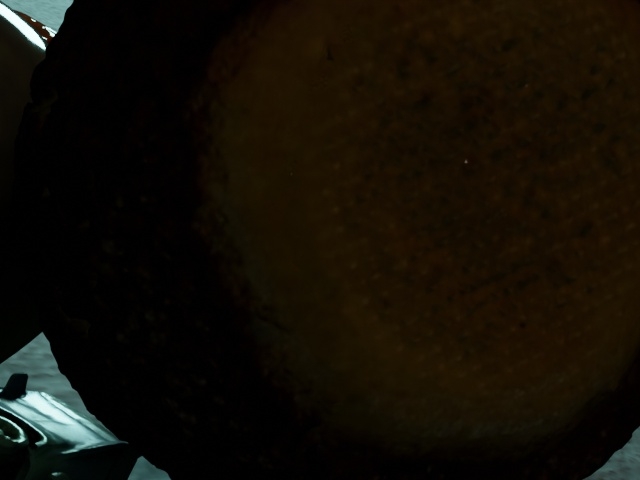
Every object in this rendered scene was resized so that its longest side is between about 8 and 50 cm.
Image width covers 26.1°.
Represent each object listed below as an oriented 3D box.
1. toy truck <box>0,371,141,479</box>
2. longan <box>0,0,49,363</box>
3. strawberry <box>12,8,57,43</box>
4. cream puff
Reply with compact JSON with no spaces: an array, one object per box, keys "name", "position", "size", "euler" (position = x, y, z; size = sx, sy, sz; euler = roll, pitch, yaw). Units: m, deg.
[{"name":"toy truck","position":[-0.058,0.110,0.433],"size":[0.175,0.067,0.081],"euler":[31,11,22]},{"name":"longan","position":[-0.165,-0.020,0.513],"size":[0.167,0.167,0.187],"euler":[21,5,-10]},{"name":"strawberry","position":[-0.262,-0.168,1.108],"size":[0.152,0.048,0.104],"euler":[23,11,-16]},{"name":"cream puff","position":[0.014,-0.017,0.469],"size":[0.239,0.239,0.165],"euler":[18,-5,-23]}]
